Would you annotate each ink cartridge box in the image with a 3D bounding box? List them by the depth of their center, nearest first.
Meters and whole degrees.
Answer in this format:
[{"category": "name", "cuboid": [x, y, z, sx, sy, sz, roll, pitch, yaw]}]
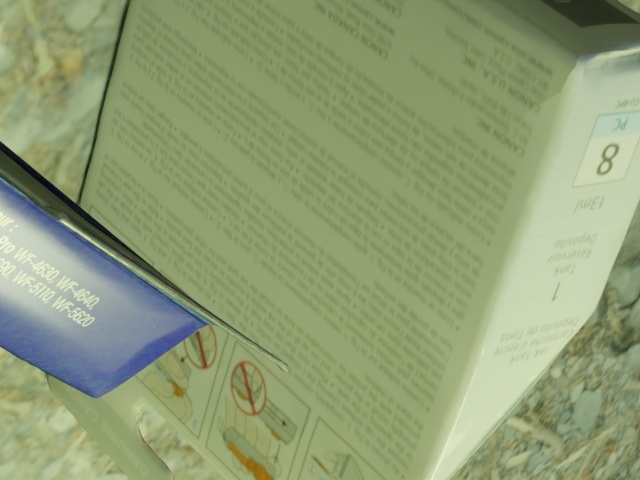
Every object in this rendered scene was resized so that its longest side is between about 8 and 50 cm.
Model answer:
[{"category": "ink cartridge box", "cuboid": [-0.171, -0.035, 0.746, 0.065, 0.332, 0.165, -53, 143, -2]}, {"category": "ink cartridge box", "cuboid": [0.000, 0.000, 0.982, 0.091, 0.308, 0.385, -11, 128, -40]}]
